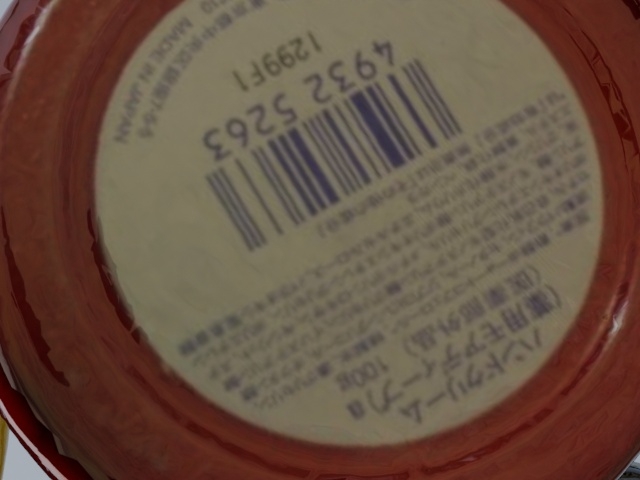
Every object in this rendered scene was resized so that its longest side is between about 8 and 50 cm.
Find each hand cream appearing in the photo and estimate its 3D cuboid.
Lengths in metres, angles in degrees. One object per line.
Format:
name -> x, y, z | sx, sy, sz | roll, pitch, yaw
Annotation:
hand cream -> 0.000, 0.000, 0.534 | 0.230, 0.149, 0.230 | 1, -103, -5

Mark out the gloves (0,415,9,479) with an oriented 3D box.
gloves -> -0.226, 0.152, 0.865 | 0.133, 0.116, 0.294 | -4, -75, -68

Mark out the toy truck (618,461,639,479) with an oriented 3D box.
toy truck -> 0.149, 0.297, 1.038 | 0.367, 0.146, 0.175 | -42, -41, -39
